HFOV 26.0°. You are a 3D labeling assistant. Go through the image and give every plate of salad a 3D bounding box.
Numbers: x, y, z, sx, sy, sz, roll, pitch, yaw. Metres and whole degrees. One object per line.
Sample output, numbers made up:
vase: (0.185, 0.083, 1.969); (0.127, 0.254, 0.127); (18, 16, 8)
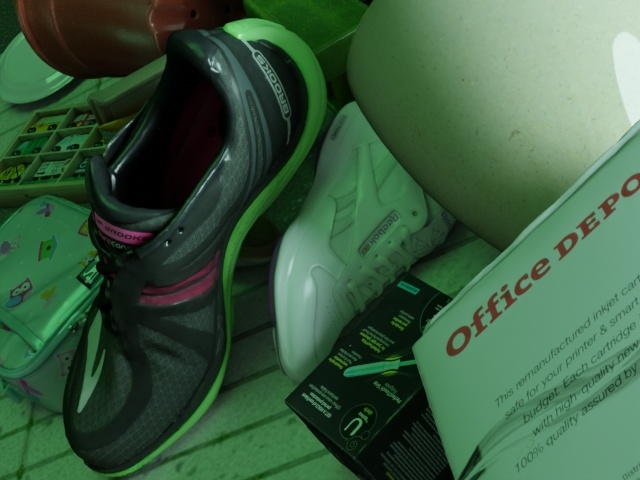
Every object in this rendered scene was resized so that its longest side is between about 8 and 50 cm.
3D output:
plate of salad: (-0.419, -0.284, 2.152); (0.200, 0.048, 0.199); (-16, 49, 20)

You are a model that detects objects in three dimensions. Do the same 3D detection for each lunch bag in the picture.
lunch bag: (-0.314, 0.070, 1.601); (0.224, 0.108, 0.279); (-48, 36, -15)

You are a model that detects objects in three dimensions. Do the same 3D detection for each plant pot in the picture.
plant pot: (-0.225, -0.328, 1.865); (0.265, 0.272, 0.272); (20, 64, 42)

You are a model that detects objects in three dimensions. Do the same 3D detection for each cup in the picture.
cup: (0.217, -0.108, 1.202); (0.331, 0.331, 0.237); (-29, 61, 12)

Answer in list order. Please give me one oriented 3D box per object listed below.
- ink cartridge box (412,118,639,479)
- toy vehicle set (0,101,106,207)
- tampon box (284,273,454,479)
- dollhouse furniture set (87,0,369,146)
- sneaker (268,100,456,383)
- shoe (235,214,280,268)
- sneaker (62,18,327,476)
ink cartridge box: (0.249, 0.136, 0.926); (0.285, 0.166, 0.395); (-44, 32, 21)
toy vehicle set: (-0.341, -0.122, 1.907); (0.267, 0.035, 0.166); (-2, 48, 40)
tampon box: (0.077, 0.132, 1.192); (0.161, 0.101, 0.120); (-45, 35, -9)
dollhouse furniture set: (-0.076, -0.128, 1.510); (0.302, 0.197, 0.151); (-32, 46, -14)
sneaker: (0.044, 0.001, 1.360); (0.152, 0.114, 0.305); (13, 69, 17)
shoe: (-0.120, -0.001, 1.567); (0.219, 0.058, 0.077); (15, 40, 45)
sneaker: (-0.167, 0.002, 1.353); (0.185, 0.202, 0.482); (29, 104, 37)
